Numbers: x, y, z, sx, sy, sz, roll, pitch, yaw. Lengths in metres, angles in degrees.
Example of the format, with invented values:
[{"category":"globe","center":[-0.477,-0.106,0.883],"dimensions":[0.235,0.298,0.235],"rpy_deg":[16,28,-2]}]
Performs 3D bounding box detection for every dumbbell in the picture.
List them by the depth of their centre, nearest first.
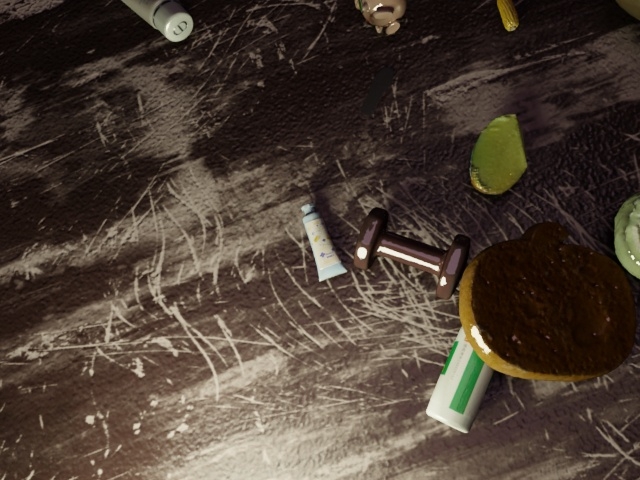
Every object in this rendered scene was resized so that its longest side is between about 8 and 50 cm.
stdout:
[{"category":"dumbbell","center":[0.189,0.025,1.331],"dimensions":[0.225,0.124,0.140],"rpy_deg":[20,78,13]}]

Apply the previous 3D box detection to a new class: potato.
[{"category":"potato","center":[0.388,-0.181,1.399],"dimensions":[0.119,0.054,0.198],"rpy_deg":[7,71,10]}]

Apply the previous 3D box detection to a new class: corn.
[{"category":"corn","center":[0.437,-0.532,1.498],"dimensions":[0.037,0.037,0.092],"rpy_deg":[-14,70,4]}]

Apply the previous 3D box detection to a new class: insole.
[{"category":"insole","center":[0.133,-0.350,1.506],"dimensions":[0.045,0.002,0.135],"rpy_deg":[23,79,15]}]

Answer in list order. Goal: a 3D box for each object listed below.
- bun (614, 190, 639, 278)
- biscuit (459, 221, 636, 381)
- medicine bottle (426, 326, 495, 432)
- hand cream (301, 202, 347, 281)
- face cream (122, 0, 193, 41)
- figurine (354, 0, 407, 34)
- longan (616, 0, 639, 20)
[{"category":"bun","center":[0.672,-0.007,1.276],"dimensions":[0.195,0.118,0.195],"rpy_deg":[-1,80,5]},{"category":"biscuit","center":[0.441,0.114,1.255],"dimensions":[0.367,0.063,0.314],"rpy_deg":[5,70,-13]},{"category":"medicine bottle","center":[0.300,0.242,1.271],"dimensions":[0.095,0.095,0.260],"rpy_deg":[24,81,14]},{"category":"hand cream","center":[0.000,0.000,1.406],"dimensions":[0.065,0.043,0.170],"rpy_deg":[-20,75,-1]},{"category":"face cream","center":[-0.433,-0.619,1.623],"dimensions":[0.143,0.089,0.314],"rpy_deg":[-40,65,-3]},{"category":"figurine","center":[0.141,-0.561,1.504],"dimensions":[0.125,0.125,0.138],"rpy_deg":[-18,70,3]},{"category":"longan","center":[0.794,-0.624,1.325],"dimensions":[0.404,0.336,0.404],"rpy_deg":[-27,44,29]}]
